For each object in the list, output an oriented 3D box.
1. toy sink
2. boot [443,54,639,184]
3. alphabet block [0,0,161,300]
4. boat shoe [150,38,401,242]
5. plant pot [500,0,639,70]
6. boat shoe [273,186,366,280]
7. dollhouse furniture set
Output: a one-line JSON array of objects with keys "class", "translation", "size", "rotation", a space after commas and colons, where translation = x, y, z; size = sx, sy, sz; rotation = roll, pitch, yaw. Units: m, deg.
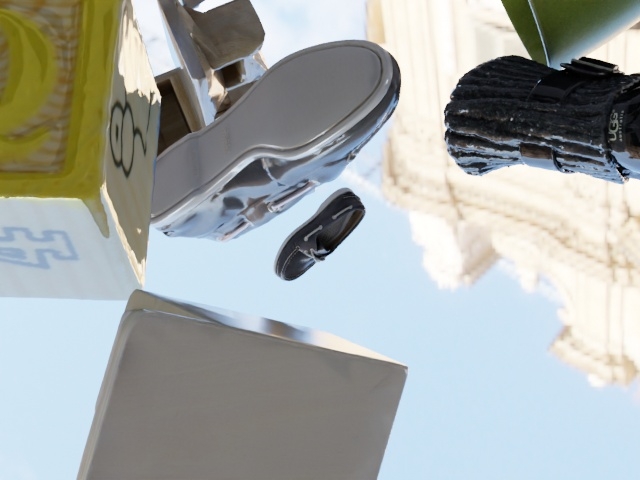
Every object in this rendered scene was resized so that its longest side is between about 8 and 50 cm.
[{"class": "toy sink", "translation": [-0.081, 0.126, 1.047], "size": [0.131, 0.234, 0.153], "rotation": [18, -86, 54]}, {"class": "boot", "translation": [0.311, -0.113, 1.473], "size": [0.260, 0.348, 0.131], "rotation": [4, -91, 40]}, {"class": "alphabet block", "translation": [-0.229, -0.076, 1.088], "size": [0.193, 0.197, 0.192], "rotation": [0, -114, 2]}, {"class": "boat shoe", "translation": [-0.034, -0.086, 1.377], "size": [0.335, 0.095, 0.112], "rotation": [-26, -125, 39]}, {"class": "plant pot", "translation": [0.316, -0.353, 1.539], "size": [0.293, 0.275, 0.275], "rotation": [-24, -132, 5]}, {"class": "boat shoe", "translation": [0.000, 0.000, 1.589], "size": [0.125, 0.046, 0.038], "rotation": [-46, -134, 7]}, {"class": "dollhouse furniture set", "translation": [-0.188, -0.174, 1.811], "size": [0.256, 0.394, 0.362], "rotation": [-23, -100, -5]}]
